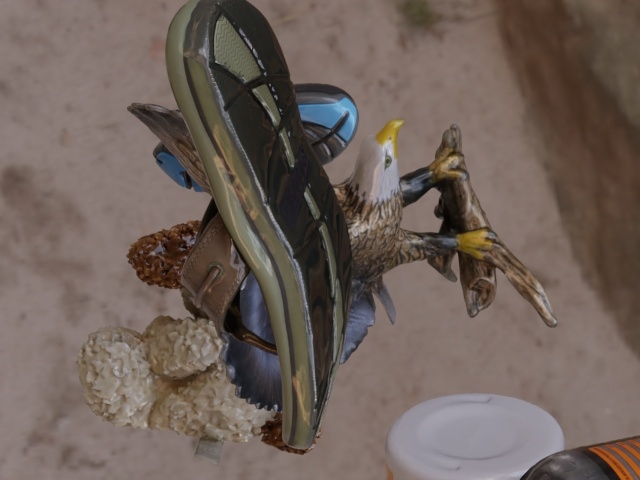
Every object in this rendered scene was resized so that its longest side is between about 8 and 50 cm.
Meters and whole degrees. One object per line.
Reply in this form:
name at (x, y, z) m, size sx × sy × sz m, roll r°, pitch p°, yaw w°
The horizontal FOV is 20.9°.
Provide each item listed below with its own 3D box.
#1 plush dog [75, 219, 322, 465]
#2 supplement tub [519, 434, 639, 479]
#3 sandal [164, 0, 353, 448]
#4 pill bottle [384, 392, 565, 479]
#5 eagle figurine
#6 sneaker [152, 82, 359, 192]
plush dog at (-0.078, 0.070, 1.655) m, size 0.262 × 0.210 × 0.225 m, roll -14°, pitch 117°, yaw -47°
supplement tub at (0.283, 0.242, 1.302) m, size 0.338 × 0.207 × 0.207 m, roll -9°, pitch 88°, yaw -15°
sandal at (-0.045, -0.010, 1.046) m, size 0.120 × 0.086 × 0.303 m, roll -68°, pitch 146°, yaw -54°
pill bottle at (0.134, 0.282, 1.486) m, size 0.152 × 0.152 × 0.272 m, roll -28°, pitch 124°, yaw -45°
eagle figurine at (0.001, -0.010, 1.325) m, size 0.298 × 0.226 × 0.225 m, roll -11°, pitch 110°, yaw -29°
sneaker at (-0.076, -0.161, 2.156) m, size 0.125 × 0.341 × 0.140 m, roll 44°, pitch 58°, yaw -30°
